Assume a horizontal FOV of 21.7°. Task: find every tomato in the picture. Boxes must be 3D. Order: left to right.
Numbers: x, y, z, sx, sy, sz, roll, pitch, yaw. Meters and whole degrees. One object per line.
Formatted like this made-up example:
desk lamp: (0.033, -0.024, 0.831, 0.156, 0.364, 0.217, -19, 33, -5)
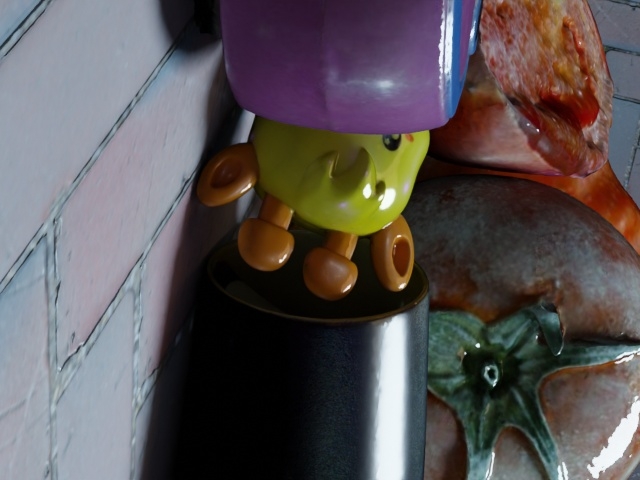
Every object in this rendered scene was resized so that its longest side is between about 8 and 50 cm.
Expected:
tomato: (0.123, -0.160, 1.416, 0.309, 0.170, 0.309, 33, 49, -47)
tomato: (0.135, 0.099, 1.396, 0.282, 0.316, 0.317, 132, -28, -89)

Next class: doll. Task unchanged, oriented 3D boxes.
doll: (0.008, -0.069, 1.028, 0.135, 0.143, 0.221, -36, -146, 57)

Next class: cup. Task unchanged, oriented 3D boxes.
cup: (-0.016, 0.086, 1.100, 0.239, 0.166, 0.177, -113, -156, -65)

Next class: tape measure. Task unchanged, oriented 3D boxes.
tape measure: (0.018, -0.180, 0.890, 0.245, 0.149, 0.232, -75, 170, -52)

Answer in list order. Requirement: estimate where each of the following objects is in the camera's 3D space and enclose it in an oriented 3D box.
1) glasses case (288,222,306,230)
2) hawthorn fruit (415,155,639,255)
glasses case: (0.000, 0.000, 1.280, 0.075, 0.049, 0.218, 82, 23, -46)
hawthorn fruit: (0.164, 0.028, 1.651, 0.330, 0.287, 0.287, -43, 150, -40)
